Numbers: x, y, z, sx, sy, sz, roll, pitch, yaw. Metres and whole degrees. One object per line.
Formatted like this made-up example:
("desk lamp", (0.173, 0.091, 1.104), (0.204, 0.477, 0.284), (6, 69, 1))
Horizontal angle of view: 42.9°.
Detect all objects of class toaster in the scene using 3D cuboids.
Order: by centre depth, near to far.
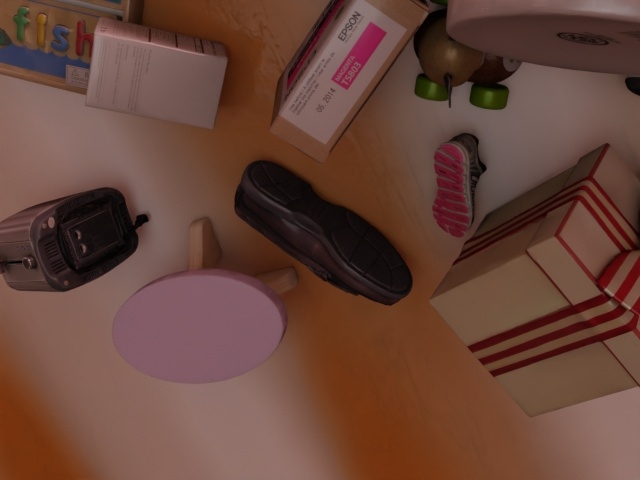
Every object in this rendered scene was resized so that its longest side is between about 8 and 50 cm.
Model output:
("toaster", (-0.392, -0.004, 1.254), (0.146, 0.227, 0.129), (-5, 109, 33))

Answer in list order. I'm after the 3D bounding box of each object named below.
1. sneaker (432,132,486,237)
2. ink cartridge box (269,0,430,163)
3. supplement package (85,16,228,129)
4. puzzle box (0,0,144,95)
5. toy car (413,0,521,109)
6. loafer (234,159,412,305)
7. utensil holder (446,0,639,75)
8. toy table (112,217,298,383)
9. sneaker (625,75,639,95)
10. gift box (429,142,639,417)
("sneaker", (0.201, -0.081, 1.153), (0.063, 0.075, 0.170), (22, 139, 32))
("ink cartridge box", (0.032, -0.244, 1.052), (0.088, 0.193, 0.235), (31, 115, -14))
("supplement package", (-0.229, -0.234, 1.138), (0.179, 0.105, 0.105), (9, 114, -16))
("puzzle box", (-0.456, -0.380, 1.196), (0.409, 0.052, 0.272), (14, 113, 8))
("toy car", (0.184, -0.237, 1.026), (0.149, 0.188, 0.155), (10, 113, 9))
("loafer", (0.000, 0.000, 1.222), (0.302, 0.109, 0.095), (38, 134, 4))
("utensil holder", (0.303, -0.383, 0.815), (0.327, 0.327, 0.385), (10, 96, 9))
("toy table", (-0.166, 0.107, 1.258), (0.274, 0.161, 0.252), (-1, 111, 14))
("sneaker", (0.499, -0.250, 1.023), (0.234, 0.084, 0.097), (-14, 83, 17))
("gift box", (0.349, 0.059, 1.052), (0.276, 0.255, 0.258), (44, 139, -9))
